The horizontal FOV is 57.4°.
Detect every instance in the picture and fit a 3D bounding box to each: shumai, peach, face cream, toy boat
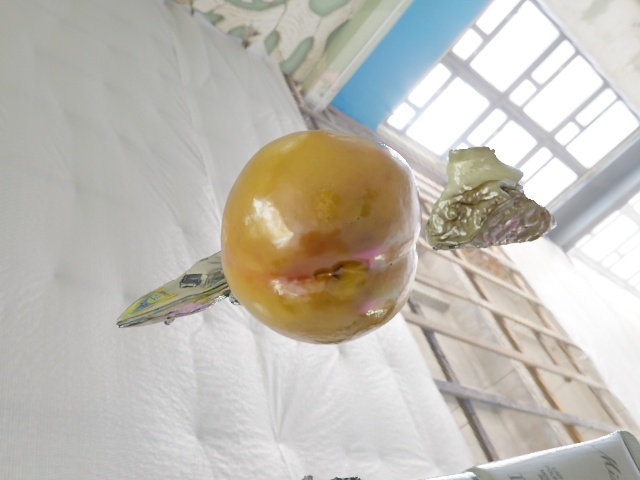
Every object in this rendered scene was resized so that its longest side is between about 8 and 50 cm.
[{"bbox_3d":[0.183,-0.050,0.671,0.145,0.145,0.116,-17,-79,-63],"label":"shumai"},{"bbox_3d":[0.000,0.000,0.368,0.138,0.138,0.138,35,-155,-19],"label":"peach"},{"bbox_3d":[0.237,0.276,0.605,0.314,0.089,0.143,4,-134,-21],"label":"face cream"},{"bbox_3d":[-0.166,0.066,0.754,0.084,0.066,0.210,20,-146,40],"label":"toy boat"}]

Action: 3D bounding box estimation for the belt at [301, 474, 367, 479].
[{"bbox_3d":[0.062,0.540,1.004,0.161,0.206,0.295,-86,-17,-48],"label":"belt"}]
